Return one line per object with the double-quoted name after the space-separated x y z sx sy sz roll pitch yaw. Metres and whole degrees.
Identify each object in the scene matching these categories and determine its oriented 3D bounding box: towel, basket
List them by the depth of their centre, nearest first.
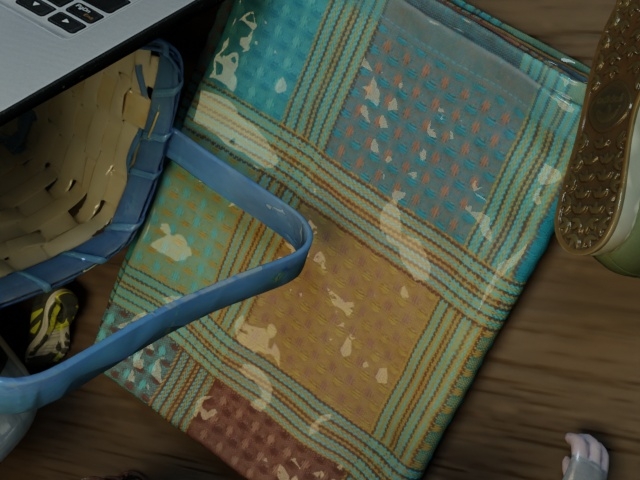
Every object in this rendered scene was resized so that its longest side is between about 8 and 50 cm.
-0.182 -0.031 0.820 0.289 0.255 0.201 40 130 22 "basket"
0.000 0.000 0.888 0.271 0.040 0.370 33 114 21 "towel"

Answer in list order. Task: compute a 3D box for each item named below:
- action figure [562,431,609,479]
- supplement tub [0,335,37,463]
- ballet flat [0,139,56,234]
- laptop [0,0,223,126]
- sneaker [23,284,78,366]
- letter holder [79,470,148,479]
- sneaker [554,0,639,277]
0.092 0.263 0.732 0.370 0.275 0.248 11 109 -20 "action figure"
-0.364 0.051 0.958 0.194 0.193 0.316 -22 111 30 "supplement tub"
-0.283 -0.106 1.007 0.086 0.086 0.248 -31 85 30 "ballet flat"
-0.201 -0.309 0.793 0.382 0.408 0.236 30 135 22 "laptop"
-0.206 0.061 1.023 0.083 0.031 0.035 -60 43 31 "sneaker"
-0.098 0.309 0.940 0.214 0.152 0.302 -37 81 27 "letter holder"
0.197 -0.068 0.754 0.064 0.086 0.192 7 75 57 "sneaker"
